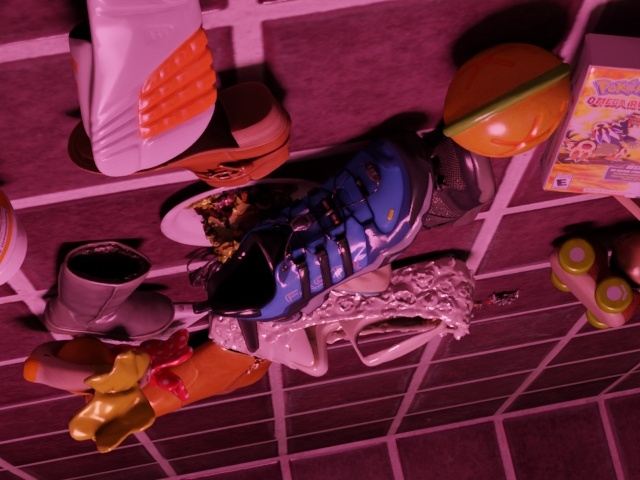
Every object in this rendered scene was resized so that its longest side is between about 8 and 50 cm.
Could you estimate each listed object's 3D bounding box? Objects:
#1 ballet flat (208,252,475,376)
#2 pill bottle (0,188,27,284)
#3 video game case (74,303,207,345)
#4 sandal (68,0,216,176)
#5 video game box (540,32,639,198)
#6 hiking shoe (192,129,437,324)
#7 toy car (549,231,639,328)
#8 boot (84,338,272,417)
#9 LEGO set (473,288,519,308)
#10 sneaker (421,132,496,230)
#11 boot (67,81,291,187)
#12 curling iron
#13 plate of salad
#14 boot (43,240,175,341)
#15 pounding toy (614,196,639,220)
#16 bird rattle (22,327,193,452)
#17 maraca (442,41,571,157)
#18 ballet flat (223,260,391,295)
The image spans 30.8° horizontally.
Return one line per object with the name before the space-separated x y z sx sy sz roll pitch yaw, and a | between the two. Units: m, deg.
ballet flat | 0.029 0.122 1.684 0.408 0.147 0.147 -14 162 10
pill bottle | -0.354 -0.019 1.046 0.117 0.117 0.215 -15 162 12
video game case | -0.261 0.124 1.690 0.143 0.019 0.157 2 158 -35
sandal | -0.134 -0.159 0.850 0.102 0.076 0.265 -20 145 -22
video game box | 0.330 -0.109 1.103 0.205 0.048 0.187 5 143 -1
hiking shoe | 0.000 0.000 1.228 0.132 0.113 0.304 -6 147 -51
toy car | 0.446 0.020 1.704 0.188 0.149 0.155 -40 166 -4
boot | -0.210 0.199 1.845 0.295 0.104 0.211 -6 157 -32
LEGO set | 0.299 0.105 1.966 0.054 0.023 0.083 4 156 -40
sneaker | 0.114 -0.059 1.259 0.130 0.087 0.227 -16 168 -8
boot | -0.121 -0.082 1.079 0.197 0.073 0.152 -10 166 3
curling iron | -0.117 0.082 1.547 0.068 0.035 0.274 -20 150 0
plate of salad | -0.081 -0.021 1.317 0.199 0.048 0.200 -10 162 -3
boot | -0.246 0.060 1.448 0.189 0.076 0.208 -4 154 -28
pounding toy | 0.372 -0.132 1.190 0.206 0.094 0.181 -25 136 35
bird rattle | -0.290 0.167 1.596 0.206 0.143 0.253 12 -162 6
maraca | 0.173 -0.130 1.074 0.127 0.099 0.185 -24 -177 16
ballet flat | -0.008 0.022 1.466 0.248 0.086 0.086 0 159 -37
